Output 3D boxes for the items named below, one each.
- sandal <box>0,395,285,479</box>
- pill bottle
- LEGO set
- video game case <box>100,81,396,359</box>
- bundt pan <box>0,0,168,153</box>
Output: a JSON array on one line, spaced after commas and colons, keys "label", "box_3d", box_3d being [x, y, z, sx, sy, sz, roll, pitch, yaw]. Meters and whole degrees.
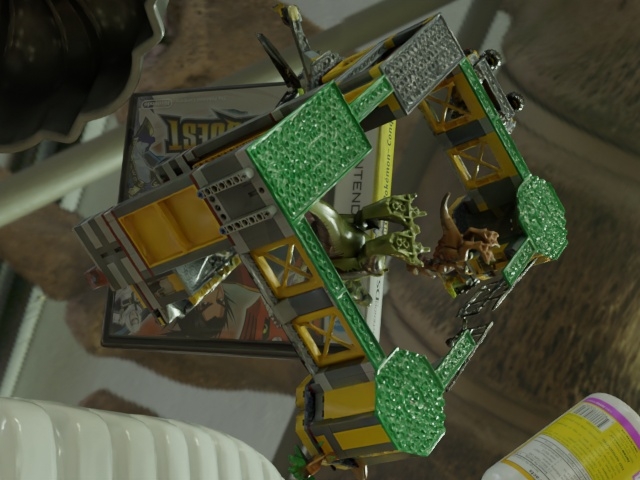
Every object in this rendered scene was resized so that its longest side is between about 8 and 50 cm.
[{"label": "sandal", "box_3d": [-0.099, 0.137, 0.399, 0.102, 0.416, 0.169, -6, -118, 23]}, {"label": "pill bottle", "box_3d": [0.096, 0.101, 0.460, 0.083, 0.043, 0.043, -31, -89, -19]}, {"label": "LEGO set", "box_3d": [0.000, 0.000, 0.751, 0.192, 0.331, 0.255, -19, -64, 41]}, {"label": "video game case", "box_3d": [-0.068, -0.020, 1.015, 0.275, 0.035, 0.248, 0, -100, 27]}, {"label": "bundt pan", "box_3d": [-0.262, -0.241, 0.885, 0.331, 0.124, 0.330, 6, -58, 9]}]
